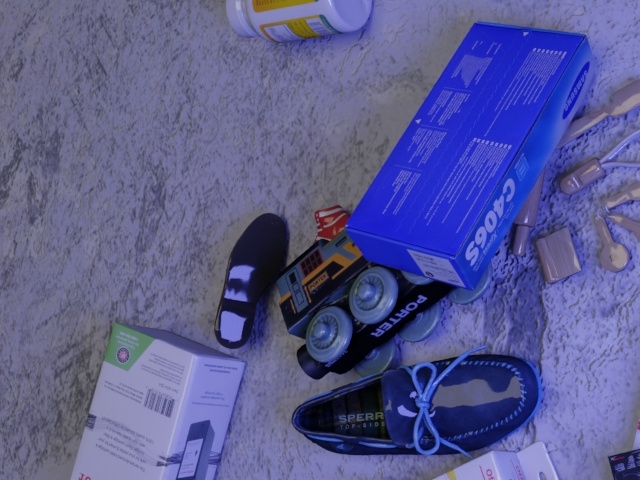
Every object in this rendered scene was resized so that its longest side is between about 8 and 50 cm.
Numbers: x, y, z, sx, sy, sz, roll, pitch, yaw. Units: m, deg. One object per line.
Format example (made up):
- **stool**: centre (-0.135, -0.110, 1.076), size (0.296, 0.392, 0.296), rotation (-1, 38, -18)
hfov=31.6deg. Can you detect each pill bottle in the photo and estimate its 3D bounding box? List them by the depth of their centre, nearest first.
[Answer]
- **pill bottle**: centre (-0.037, -0.358, 1.689), size (0.208, 0.117, 0.117), rotation (-2, 80, 38)

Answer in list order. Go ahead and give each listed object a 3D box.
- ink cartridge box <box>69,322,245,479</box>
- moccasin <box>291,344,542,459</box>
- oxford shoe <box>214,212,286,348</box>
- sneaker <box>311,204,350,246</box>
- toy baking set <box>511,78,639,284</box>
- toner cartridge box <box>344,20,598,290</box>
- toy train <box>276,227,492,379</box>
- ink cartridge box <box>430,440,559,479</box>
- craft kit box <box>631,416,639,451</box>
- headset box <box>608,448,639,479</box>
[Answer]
- **ink cartridge box**: centre (-0.252, 0.284, 1.726), size (0.198, 0.115, 0.273), rotation (16, 90, 40)
- **moccasin**: centre (0.114, 0.226, 1.446), size (0.342, 0.117, 0.137), rotation (-22, 68, 32)
- **oxford shoe**: centre (-0.113, 0.058, 1.699), size (0.076, 0.076, 0.212), rotation (170, 123, -78)
- **sneaker**: centre (0.000, 0.000, 1.632), size (0.118, 0.042, 0.067), rotation (-42, 61, 15)
- **toy baking set**: centre (0.334, -0.069, 1.395), size (0.197, 0.030, 0.256), rotation (3, 83, 36)
- **toner cartridge box**: centre (0.189, -0.113, 1.389), size (0.165, 0.075, 0.348), rotation (17, 65, 37)
- **toy train**: centre (0.082, 0.043, 1.506), size (0.334, 0.142, 0.190), rotation (-41, 49, 24)
- **ink cartridge box**: centre (0.199, 0.333, 1.388), size (0.198, 0.067, 0.115), rotation (-34, 62, 28)
- **craft kit box**: centre (0.472, 0.193, 1.213), size (0.247, 0.061, 0.250), rotation (12, 88, 37)
- **headset box**: centre (0.357, 0.270, 1.232), size (0.062, 0.032, 0.083), rotation (-24, 68, 33)
